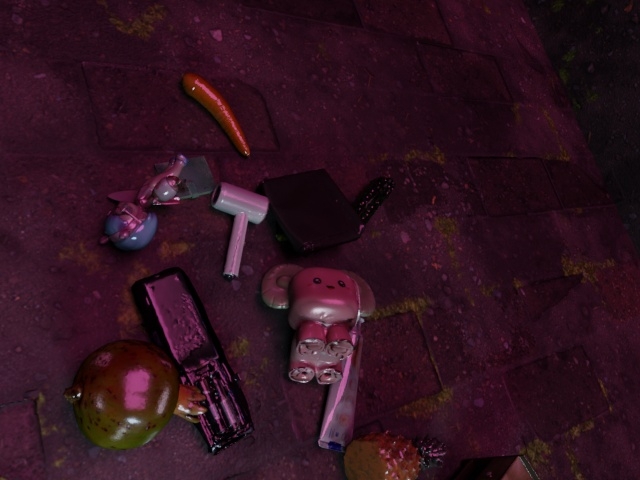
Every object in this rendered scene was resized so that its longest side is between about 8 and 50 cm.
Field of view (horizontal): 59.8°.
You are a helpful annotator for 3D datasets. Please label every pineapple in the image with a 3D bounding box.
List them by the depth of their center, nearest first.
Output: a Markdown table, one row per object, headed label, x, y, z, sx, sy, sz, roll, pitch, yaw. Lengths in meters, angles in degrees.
| label | x | y | z | sx | sy | sz | roll | pitch | yaw |
| --- | --- | --- | --- | --- | --- | --- | --- | --- | --- |
| pineapple | 0.190 | 0.517 | 1.324 | 0.279 | 0.158 | 0.157 | 7 | 64 | -44 |

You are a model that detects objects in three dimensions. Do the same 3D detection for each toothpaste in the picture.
| label | x | y | z | sx | sy | sz | roll | pitch | yaw |
| --- | --- | --- | --- | --- | --- | --- | --- | --- | --- |
| toothpaste | 0.059 | 0.342 | 1.356 | 0.100 | 0.066 | 0.323 | 28 | 59 | -31 |

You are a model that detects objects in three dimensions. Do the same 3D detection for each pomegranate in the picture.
| label | x | y | z | sx | sy | sz | roll | pitch | yaw |
| --- | --- | --- | --- | --- | --- | --- | --- | --- | --- |
| pomegranate | -0.329 | 0.292 | 1.016 | 0.246 | 0.198 | 0.198 | 39 | 52 | -12 |

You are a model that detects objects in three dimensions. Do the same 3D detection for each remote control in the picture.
| label | x | y | z | sx | sy | sz | roll | pitch | yaw |
| --- | --- | --- | --- | --- | --- | --- | --- | --- | --- |
| remote control | -0.265 | 0.244 | 1.171 | 0.145 | 0.062 | 0.398 | -23 | 83 | -39 |

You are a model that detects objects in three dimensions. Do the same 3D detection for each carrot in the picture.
| label | x | y | z | sx | sy | sz | roll | pitch | yaw |
| --- | --- | --- | --- | --- | --- | --- | --- | --- | --- |
| carrot | -0.262 | -0.336 | 1.459 | 0.271 | 0.062 | 0.066 | 47 | 17 | -12 |

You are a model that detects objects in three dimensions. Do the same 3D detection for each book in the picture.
| label | x | y | z | sx | sy | sz | roll | pitch | yaw |
| --- | --- | --- | --- | --- | --- | --- | --- | --- | --- |
| book | -0.323 | -0.149 | 1.348 | 0.135 | 0.017 | 0.103 | -18 | 79 | -39 |

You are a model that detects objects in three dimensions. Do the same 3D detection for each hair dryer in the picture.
| label | x | y | z | sx | sy | sz | roll | pitch | yaw |
| --- | --- | --- | --- | --- | --- | --- | --- | --- | --- |
| hair dryer | -0.210 | -0.016 | 1.344 | 0.131 | 0.073 | 0.236 | 19 | 68 | -28 |

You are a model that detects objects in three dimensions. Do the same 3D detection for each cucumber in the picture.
| label | x | y | z | sx | sy | sz | roll | pitch | yaw |
| --- | --- | --- | --- | --- | --- | --- | --- | --- | --- |
| cucumber | 0.129 | -0.096 | 1.605 | 0.077 | 0.077 | 0.265 | 46 | 50 | -8 |

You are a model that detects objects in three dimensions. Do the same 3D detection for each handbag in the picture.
| label | x | y | z | sx | sy | sz | roll | pitch | yaw |
| --- | --- | --- | --- | --- | --- | --- | --- | --- | --- |
| handbag | -0.027 | -0.073 | 1.464 | 0.223 | 0.080 | 0.246 | -17 | 61 | -34 |

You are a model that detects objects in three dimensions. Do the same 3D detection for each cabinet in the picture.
| label | x | y | z | sx | sy | sz | roll | pitch | yaw |
| --- | --- | --- | --- | --- | --- | --- | --- | --- | --- |
| cabinet | 0.415 | 0.636 | 1.364 | 0.175 | 0.215 | 0.148 | -28 | 86 | -40 |

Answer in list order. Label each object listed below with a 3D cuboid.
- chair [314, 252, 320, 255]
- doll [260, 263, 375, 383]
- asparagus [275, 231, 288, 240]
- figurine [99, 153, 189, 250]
| label | x | y | z | sx | sy | sz | roll | pitch | yaw |
| --- | --- | --- | --- | --- | --- | --- | --- | --- | --- |
| chair | -0.001 | -0.002 | 1.494 | 0.042 | 0.037 | 0.086 | 51 | 53 | -18 |
| doll | -0.006 | 0.171 | 1.333 | 0.284 | 0.216 | 0.268 | 9 | 40 | -11 |
| asparagus | -0.074 | -0.009 | 1.455 | 0.108 | 0.021 | 0.025 | 2 | 72 | -35 |
| figurine | -0.353 | -0.085 | 1.202 | 0.102 | 0.205 | 0.260 | 55 | 48 | -35 |
